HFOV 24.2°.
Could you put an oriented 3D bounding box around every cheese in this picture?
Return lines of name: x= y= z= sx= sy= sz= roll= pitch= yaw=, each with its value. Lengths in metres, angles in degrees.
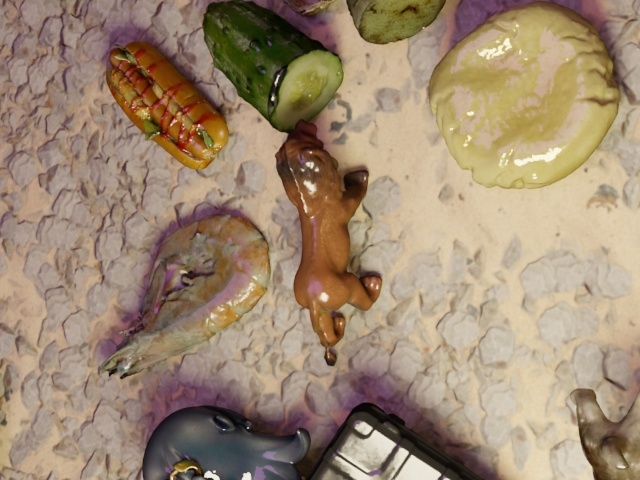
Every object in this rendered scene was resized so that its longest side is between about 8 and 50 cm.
cheese: x=0.253 y=-0.174 z=1.824 sx=0.226 sy=0.117 sz=0.214 roll=-30 pitch=76 yaw=19

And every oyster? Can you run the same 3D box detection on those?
oyster: x=-0.015 y=-0.329 z=2.044 sx=0.093 sy=0.034 sz=0.051 roll=34 pitch=85 yaw=40

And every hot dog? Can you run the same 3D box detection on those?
hot dog: x=-0.231 y=-0.199 z=2.130 sx=0.250 sy=0.076 sz=0.104 roll=47 pitch=108 yaw=24

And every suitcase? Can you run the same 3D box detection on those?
suitcase: x=0.113 y=0.351 z=1.811 sx=0.285 sy=0.066 sz=0.206 roll=33 pitch=102 yaw=4

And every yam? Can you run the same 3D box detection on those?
yam: x=0.081 y=-0.400 z=1.934 sx=0.154 sy=0.154 sz=0.254 roll=-21 pitch=73 yaw=27

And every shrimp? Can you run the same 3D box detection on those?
shrimp: x=-0.204 y=0.078 z=2.092 sx=0.317 sy=0.062 sz=0.164 roll=-37 pitch=63 yaw=17

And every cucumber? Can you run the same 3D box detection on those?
cucumber: x=-0.087 y=-0.262 z=2.032 sx=0.244 sy=0.134 sz=0.134 roll=43 pitch=106 yaw=35

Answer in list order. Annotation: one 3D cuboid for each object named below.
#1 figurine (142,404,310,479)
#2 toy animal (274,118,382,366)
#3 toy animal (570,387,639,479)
figurine: x=-0.108 y=0.313 z=1.950 sx=0.265 sy=0.197 sz=0.175 roll=5 pitch=62 yaw=35
toy animal: x=0.000 y=0.000 z=1.925 sx=0.097 sy=0.157 sz=0.312 roll=-10 pitch=78 yaw=30
toy animal: x=0.357 y=0.265 z=1.683 sx=0.121 sy=0.233 sz=0.169 roll=-9 pitch=39 yaw=19
